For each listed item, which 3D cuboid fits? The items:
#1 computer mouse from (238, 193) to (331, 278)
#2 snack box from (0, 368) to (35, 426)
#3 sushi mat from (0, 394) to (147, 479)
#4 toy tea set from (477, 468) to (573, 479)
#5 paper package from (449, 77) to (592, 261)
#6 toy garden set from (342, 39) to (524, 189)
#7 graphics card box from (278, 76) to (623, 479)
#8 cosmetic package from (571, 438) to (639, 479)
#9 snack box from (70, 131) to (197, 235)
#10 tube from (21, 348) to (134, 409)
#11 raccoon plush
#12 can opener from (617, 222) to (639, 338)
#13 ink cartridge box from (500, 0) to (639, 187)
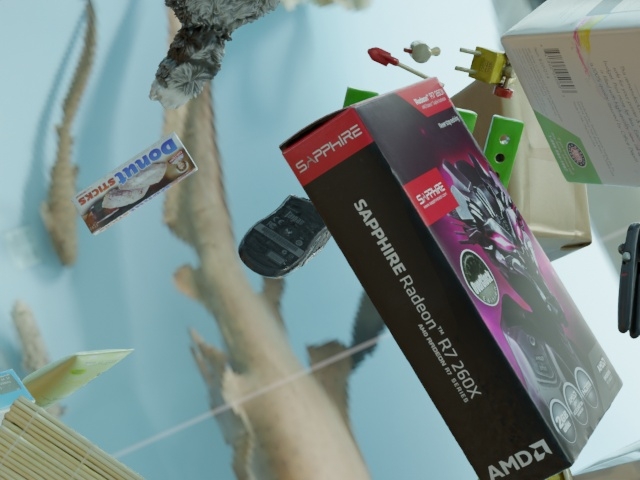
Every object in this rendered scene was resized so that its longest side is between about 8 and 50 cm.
[{"bbox_3d":[0.000,0.000,2.083,0.184,0.262,0.060,29,-41,10],"label":"computer mouse"},{"bbox_3d":[-0.459,0.301,1.613,0.060,0.187,0.322,46,-50,28],"label":"snack box"},{"bbox_3d":[-0.207,0.297,1.363,0.317,0.151,0.019,33,9,4],"label":"sushi mat"},{"bbox_3d":[0.316,0.410,2.066,0.336,0.124,0.200,73,5,-86],"label":"toy tea set"},{"bbox_3d":[0.322,-0.113,2.469,0.309,0.168,0.324,147,-57,-60],"label":"paper package"},{"bbox_3d":[0.152,-0.180,1.853,0.049,0.244,0.203,-108,-150,-71],"label":"toy garden set"},{"bbox_3d":[0.132,0.032,1.287,0.094,0.233,0.370,-31,-91,26],"label":"graphics card box"},{"bbox_3d":[0.584,0.321,2.076,0.377,0.284,0.097,-35,-105,60],"label":"cosmetic package"},{"bbox_3d":[-0.267,-0.081,1.980,0.064,0.178,0.022,57,1,11],"label":"snack box"},{"bbox_3d":[-0.378,0.201,2.077,0.062,0.070,0.240,45,-41,-13],"label":"tube"},{"bbox_3d":[-0.240,-0.505,2.551,0.216,0.446,0.299,27,26,-38],"label":"raccoon plush"},{"bbox_3d":[0.471,0.056,2.067,0.059,0.186,0.073,27,-23,-21],"label":"can opener"},{"bbox_3d":[0.373,-0.167,1.477,0.353,0.119,0.207,11,-46,60],"label":"ink cartridge box"}]
